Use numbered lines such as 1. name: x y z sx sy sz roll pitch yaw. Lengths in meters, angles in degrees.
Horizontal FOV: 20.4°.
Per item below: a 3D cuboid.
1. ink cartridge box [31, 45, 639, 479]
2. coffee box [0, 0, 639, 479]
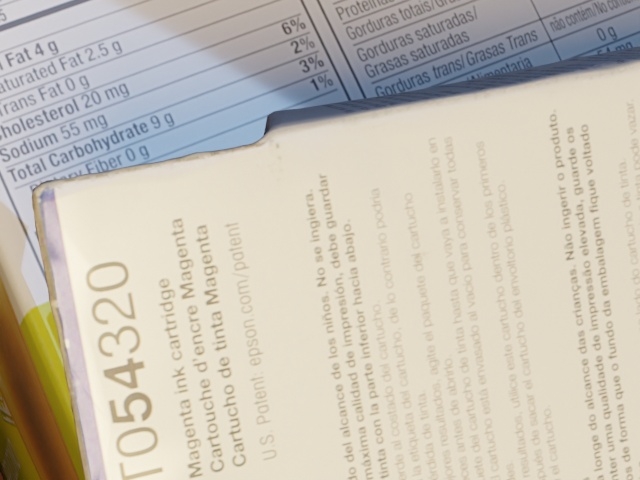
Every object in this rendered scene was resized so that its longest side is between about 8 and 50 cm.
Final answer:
1. ink cartridge box: 0.085 0.102 0.616 0.330 0.071 0.324 -11 99 -15
2. coffee box: 0.000 0.000 0.838 0.338 0.337 0.334 -23 82 -18
